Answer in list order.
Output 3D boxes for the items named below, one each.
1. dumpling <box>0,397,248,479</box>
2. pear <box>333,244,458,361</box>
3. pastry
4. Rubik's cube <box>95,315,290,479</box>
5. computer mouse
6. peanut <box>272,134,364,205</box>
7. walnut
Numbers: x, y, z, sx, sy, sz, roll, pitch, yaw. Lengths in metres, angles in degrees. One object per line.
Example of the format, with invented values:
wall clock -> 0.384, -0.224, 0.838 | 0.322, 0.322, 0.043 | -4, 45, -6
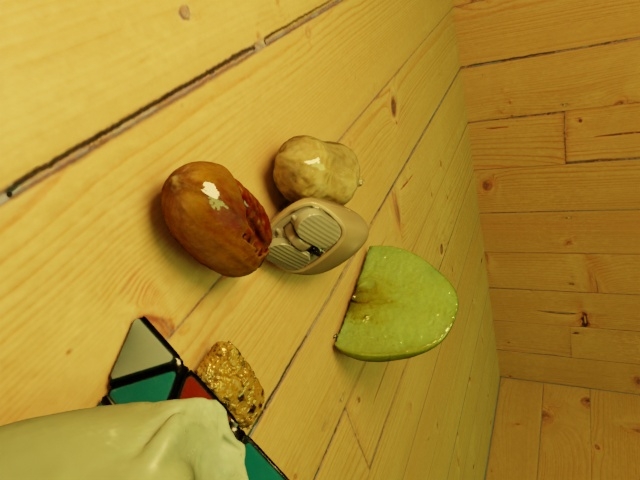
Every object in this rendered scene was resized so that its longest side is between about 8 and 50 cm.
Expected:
dumpling -> -0.213, 0.261, 0.327 | 0.211, 0.321, 0.269 | 88, -10, -71
pear -> 0.191, 0.162, 1.078 | 0.139, 0.239, 0.288 | 61, 41, -42
pastry -> -0.124, 0.208, 0.688 | 0.080, 0.056, 0.140 | -56, 140, -29
Rubik's cube -> -0.128, 0.275, 0.585 | 0.234, 0.250, 0.284 | 79, 19, -60
computer mouse -> 0.000, 0.000, 0.830 | 0.081, 0.145, 0.237 | 60, 19, 21
peanut -> -0.002, -0.115, 0.841 | 0.224, 0.129, 0.129 | -6, 96, -59
walnut -> -0.127, -0.020, 0.631 | 0.207, 0.116, 0.115 | 56, 43, -46
